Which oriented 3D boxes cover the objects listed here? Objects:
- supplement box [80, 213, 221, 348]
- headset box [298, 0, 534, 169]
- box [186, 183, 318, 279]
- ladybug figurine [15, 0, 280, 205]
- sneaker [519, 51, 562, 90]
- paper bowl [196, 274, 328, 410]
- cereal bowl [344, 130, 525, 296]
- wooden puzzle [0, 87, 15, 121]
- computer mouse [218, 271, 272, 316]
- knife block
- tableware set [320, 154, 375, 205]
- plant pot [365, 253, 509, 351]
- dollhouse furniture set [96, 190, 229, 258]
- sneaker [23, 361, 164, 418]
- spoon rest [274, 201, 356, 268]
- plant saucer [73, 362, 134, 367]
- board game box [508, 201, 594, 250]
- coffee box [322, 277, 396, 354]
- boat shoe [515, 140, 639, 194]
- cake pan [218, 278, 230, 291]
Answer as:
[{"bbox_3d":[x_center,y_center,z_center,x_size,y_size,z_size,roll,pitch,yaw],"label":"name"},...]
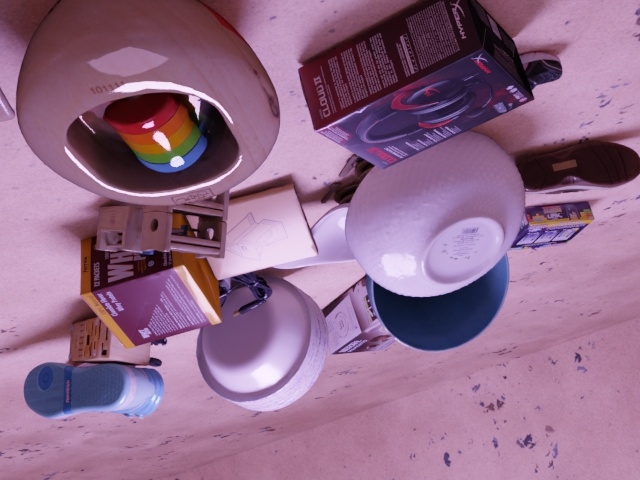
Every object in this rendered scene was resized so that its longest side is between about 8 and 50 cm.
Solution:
[{"bbox_3d":[-0.306,0.074,1.818,0.194,0.129,0.191,-17,140,7],"label":"supplement box"},{"bbox_3d":[0.127,-0.218,1.436,0.293,0.110,0.218,-23,158,24],"label":"headset box"},{"bbox_3d":[-0.120,-0.013,1.812,0.201,0.021,0.164,-14,128,8],"label":"box"},{"bbox_3d":[-0.210,-0.180,1.248,0.305,0.162,0.449,-14,159,2],"label":"ladybug figurine"},{"bbox_3d":[0.290,-0.233,1.549,0.178,0.077,0.072,-14,161,-2],"label":"sneaker"},{"bbox_3d":[-0.137,0.210,2.132,0.284,0.284,0.148,-22,149,20],"label":"paper bowl"},{"bbox_3d":[0.222,-0.022,1.777,0.338,0.141,0.339,-14,135,-15],"label":"cereal bowl"},{"bbox_3d":[-0.542,-0.202,1.101,0.322,0.081,0.348,-12,160,-4],"label":"wooden puzzle"},{"bbox_3d":[-0.228,0.122,2.015,0.262,0.060,0.184,-31,151,12],"label":"computer mouse"},{"bbox_3d":[-0.416,0.229,2.196,0.242,0.088,0.275,8,167,-31],"label":"knife block"},{"bbox_3d":[0.089,-0.097,1.824,0.128,0.039,0.194,-5,157,-22],"label":"tableware set"},{"bbox_3d":[0.211,0.060,2.043,0.290,0.290,0.195,-8,-166,-14],"label":"plant pot"},{"bbox_3d":[-0.264,-0.041,1.673,0.183,0.129,0.129,1,174,43],"label":"dollhouse furniture set"},{"bbox_3d":[-0.486,0.338,2.212,0.318,0.127,0.208,-3,167,31],"label":"sneaker"},{"bbox_3d":[0.000,0.000,1.879,0.276,0.084,0.137,-12,132,25],"label":"spoon rest"},{"bbox_3d":[-0.541,0.307,2.483,0.168,0.029,0.168,-13,160,-5],"label":"plant saucer"},{"bbox_3d":[0.504,-0.031,2.246,0.170,0.048,0.141,-5,156,-21],"label":"board game box"},{"bbox_3d":[0.145,0.172,2.438,0.168,0.119,0.297,-2,156,-32],"label":"coffee box"},{"bbox_3d":[0.485,-0.136,1.929,0.257,0.095,0.095,-4,172,-9],"label":"boat shoe"},{"bbox_3d":[-0.314,0.095,2.046,0.293,0.054,0.293,-12,159,-5],"label":"cake pan"}]
